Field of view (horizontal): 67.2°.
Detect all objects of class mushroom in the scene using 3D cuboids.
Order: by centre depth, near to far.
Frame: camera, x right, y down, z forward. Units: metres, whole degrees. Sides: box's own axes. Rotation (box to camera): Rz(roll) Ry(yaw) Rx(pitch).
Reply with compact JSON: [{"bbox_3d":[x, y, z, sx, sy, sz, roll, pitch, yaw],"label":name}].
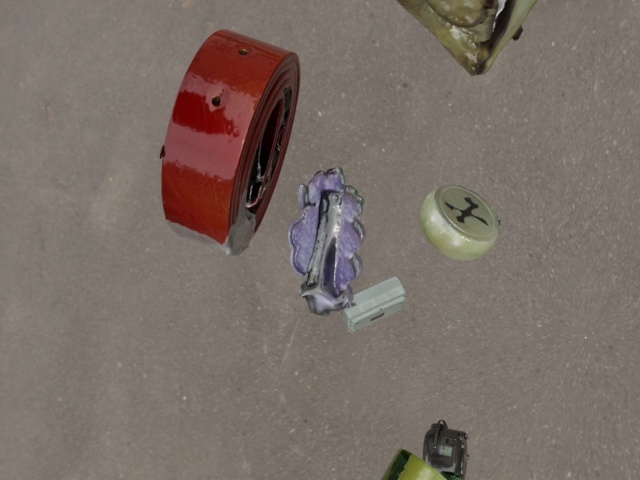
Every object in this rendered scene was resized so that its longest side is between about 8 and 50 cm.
[{"bbox_3d":[0.167,-0.342,0.560,0.212,0.217,0.292,15,73,21],"label":"mushroom"}]

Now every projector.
[{"bbox_3d":[0.121,0.153,1.116,0.147,0.115,0.061,-24,68,-7],"label":"projector"}]

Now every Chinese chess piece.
[{"bbox_3d":[0.389,-0.055,1.349,0.238,0.238,0.092,59,142,24],"label":"Chinese chess piece"}]

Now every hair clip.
[{"bbox_3d":[-0.001,0.000,0.628,0.124,0.052,0.195,6,91,33],"label":"hair clip"}]

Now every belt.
[{"bbox_3d":[-0.131,-0.126,0.703,0.115,0.227,0.324,20,109,8],"label":"belt"}]

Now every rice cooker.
[{"bbox_3d":[0.354,0.619,1.368,0.118,0.142,0.203,-5,45,28],"label":"rice cooker"}]

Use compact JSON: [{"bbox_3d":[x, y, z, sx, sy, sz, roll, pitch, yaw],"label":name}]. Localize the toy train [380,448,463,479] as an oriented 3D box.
[{"bbox_3d":[0.081,0.421,0.618,0.307,0.189,0.126,-51,14,-23],"label":"toy train"}]
